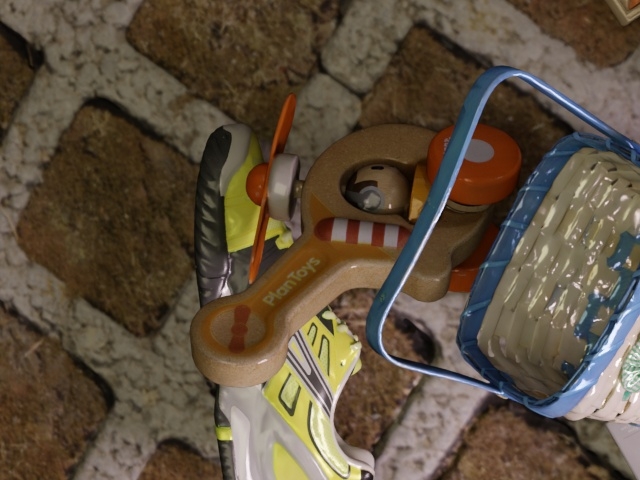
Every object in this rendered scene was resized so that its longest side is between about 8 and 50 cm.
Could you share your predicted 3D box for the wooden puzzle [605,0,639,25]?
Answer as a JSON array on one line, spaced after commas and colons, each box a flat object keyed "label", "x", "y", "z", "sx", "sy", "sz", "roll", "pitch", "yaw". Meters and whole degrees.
[{"label": "wooden puzzle", "x": 0.277, "y": -0.236, "z": 1.648, "sx": 0.078, "sy": 0.014, "sz": 0.116, "roll": -42, "pitch": 83, "yaw": 22}]

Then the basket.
[{"label": "basket", "x": 0.198, "y": 0.016, "z": 1.542, "sx": 0.289, "sy": 0.201, "sz": 0.254, "roll": 22, "pitch": 96, "yaw": -26}]

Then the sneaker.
[{"label": "sneaker", "x": -0.039, "y": 0.076, "z": 1.777, "sx": 0.147, "sy": 0.145, "sz": 0.384, "roll": -8, "pitch": 98, "yaw": 0}]

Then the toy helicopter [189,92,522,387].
[{"label": "toy helicopter", "x": 0.000, "y": 0.000, "z": 1.631, "sx": 0.235, "sy": 0.355, "sz": 0.140, "roll": 30, "pitch": 139, "yaw": 23}]

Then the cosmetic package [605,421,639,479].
[{"label": "cosmetic package", "x": 0.368, "y": 0.224, "z": 1.644, "sx": 0.127, "sy": 0.107, "sz": 0.238, "roll": -29, "pitch": 91, "yaw": 24}]
